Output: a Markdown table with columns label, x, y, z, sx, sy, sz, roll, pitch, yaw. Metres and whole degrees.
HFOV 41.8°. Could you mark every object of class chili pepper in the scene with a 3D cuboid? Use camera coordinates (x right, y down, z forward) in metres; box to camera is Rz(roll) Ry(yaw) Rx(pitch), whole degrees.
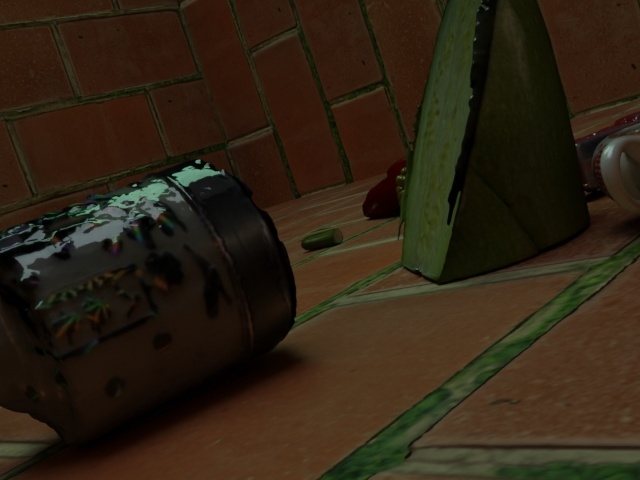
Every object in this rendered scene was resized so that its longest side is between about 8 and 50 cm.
| label | x | y | z | sx | sy | sz | roll | pitch | yaw |
| --- | --- | --- | --- | --- | --- | --- | --- | --- | --- |
| chili pepper | 0.172 | -0.103 | 1.520 | 0.110 | 0.110 | 0.387 | -21 | 1 | -25 |

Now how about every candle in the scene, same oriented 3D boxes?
| label | x | y | z | sx | sy | sz | roll | pitch | yaw |
| --- | --- | --- | --- | --- | --- | --- | --- | --- | --- |
| candle | -0.187 | 0.060 | 0.663 | 0.330 | 0.188 | 0.187 | -24 | 8 | -30 |

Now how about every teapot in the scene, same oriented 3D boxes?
| label | x | y | z | sx | sy | sz | roll | pitch | yaw |
| --- | --- | --- | --- | --- | --- | --- | --- | --- | --- |
| teapot | 0.314 | -0.075 | 0.729 | 0.159 | 0.116 | 0.245 | 3 | 16 | 41 |

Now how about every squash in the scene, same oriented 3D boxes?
| label | x | y | z | sx | sy | sz | roll | pitch | yaw |
| --- | --- | --- | --- | --- | --- | --- | --- | --- | --- |
| squash | 0.150 | -0.142 | 0.873 | 0.210 | 0.309 | 0.233 | -19 | 6 | -3 |
| squash | 0.000 | 0.000 | 1.438 | 0.083 | 0.028 | 0.027 | -14 | 7 | 42 |

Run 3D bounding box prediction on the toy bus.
| label | x | y | z | sx | sy | sz | roll | pitch | yaw |
| --- | --- | --- | --- | --- | --- | --- | --- | --- | --- |
| toy bus | 0.376 | -0.111 | 1.037 | 0.192 | 0.077 | 0.065 | -22 | 9 | -24 |

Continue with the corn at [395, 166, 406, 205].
| label | x | y | z | sx | sy | sz | roll | pitch | yaw |
| --- | --- | --- | --- | --- | --- | --- | --- | --- | --- |
| corn | 0.220 | -0.085 | 1.173 | 0.101 | 0.102 | 0.313 | -22 | 6 | -34 |
